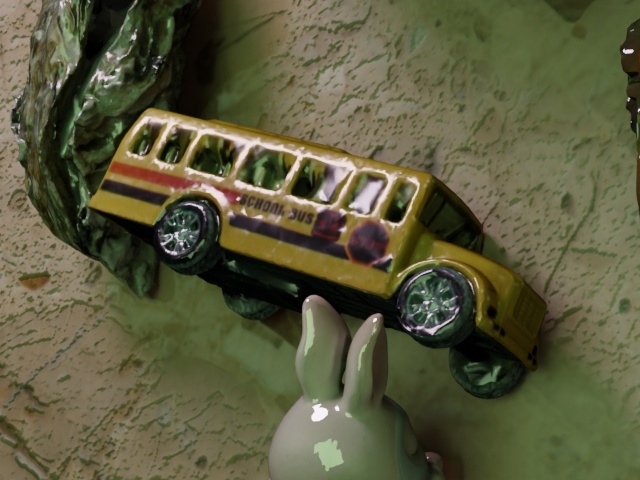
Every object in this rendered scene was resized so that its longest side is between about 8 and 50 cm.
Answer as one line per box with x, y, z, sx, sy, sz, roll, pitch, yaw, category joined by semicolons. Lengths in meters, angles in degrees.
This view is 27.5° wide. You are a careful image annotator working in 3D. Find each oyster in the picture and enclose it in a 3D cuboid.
-0.171;-0.129;1.041;0.158;0.162;0.351;-2;88;3;oyster

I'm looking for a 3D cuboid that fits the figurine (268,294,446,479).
0.022;0.158;0.832;0.127;0.155;0.235;17;94;47;figurine

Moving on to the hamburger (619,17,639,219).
0.286;-0.092;0.718;0.243;0.139;0.261;-4;66;40;hamburger

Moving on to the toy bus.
0.000;0.000;0.909;0.335;0.121;0.123;16;76;34;toy bus
